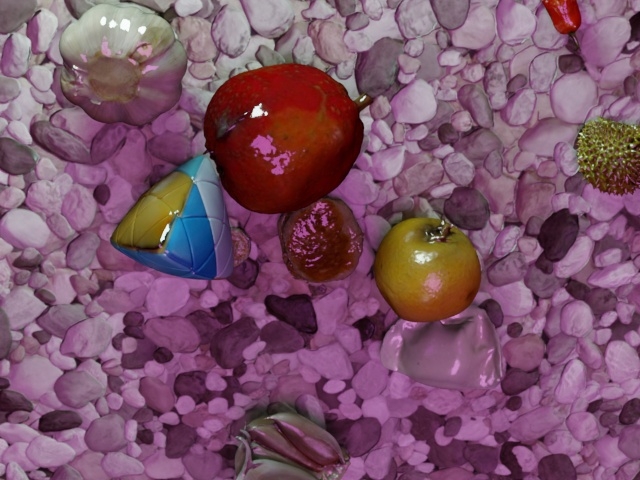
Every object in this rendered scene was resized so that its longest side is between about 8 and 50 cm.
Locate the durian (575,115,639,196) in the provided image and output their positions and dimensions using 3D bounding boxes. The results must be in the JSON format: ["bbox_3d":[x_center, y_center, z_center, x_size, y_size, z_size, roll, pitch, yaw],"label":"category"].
[{"bbox_3d":[0.590,-0.149,1.967,0.208,0.102,0.146,5,108,-12],"label":"durian"}]

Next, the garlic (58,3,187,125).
[{"bbox_3d":[-0.336,-0.303,1.782,0.228,0.152,0.227,2,129,2],"label":"garlic"}]

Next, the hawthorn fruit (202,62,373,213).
[{"bbox_3d":[-0.052,-0.190,1.813,0.307,0.265,0.265,-30,115,-11],"label":"hawthorn fruit"}]

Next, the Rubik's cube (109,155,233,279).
[{"bbox_3d":[-0.275,0.009,1.940,0.254,0.254,0.254,-2,115,-4],"label":"Rubik's cube"}]

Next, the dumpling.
[{"bbox_3d":[0.250,0.210,2.103,0.252,0.131,0.179,6,95,15],"label":"dumpling"}]

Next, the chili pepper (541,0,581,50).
[{"bbox_3d":[0.429,-0.425,1.850,0.059,0.050,0.191,-21,108,23],"label":"chili pepper"}]

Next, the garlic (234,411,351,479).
[{"bbox_3d":[-0.076,0.481,2.142,0.292,0.210,0.237,21,118,-23],"label":"garlic"}]

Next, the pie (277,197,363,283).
[{"bbox_3d":[0.000,0.000,1.995,0.163,0.079,0.193,-20,116,0],"label":"pie"}]

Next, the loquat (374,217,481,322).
[{"bbox_3d":[0.204,0.057,1.966,0.208,0.208,0.208,-2,115,-4],"label":"loquat"}]

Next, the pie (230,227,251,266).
[{"bbox_3d":[-0.174,0.013,2.015,0.084,0.021,0.084,-2,111,-5],"label":"pie"}]
